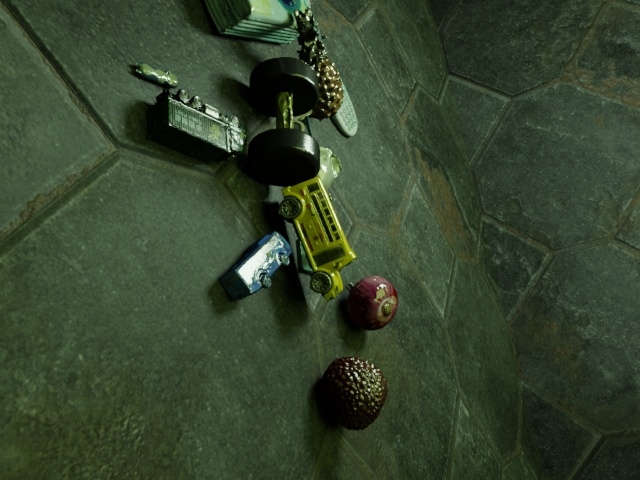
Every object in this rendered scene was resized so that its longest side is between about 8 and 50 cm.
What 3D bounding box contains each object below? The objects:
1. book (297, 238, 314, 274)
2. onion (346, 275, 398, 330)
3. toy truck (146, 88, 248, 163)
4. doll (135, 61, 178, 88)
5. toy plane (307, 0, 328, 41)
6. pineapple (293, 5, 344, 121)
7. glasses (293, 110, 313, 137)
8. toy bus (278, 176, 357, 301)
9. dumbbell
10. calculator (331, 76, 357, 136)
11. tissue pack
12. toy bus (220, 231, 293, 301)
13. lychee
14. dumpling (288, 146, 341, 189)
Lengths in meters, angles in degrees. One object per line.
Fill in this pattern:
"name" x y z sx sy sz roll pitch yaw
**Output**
"book" -0.021 0.056 1.643 0.135 0.017 0.103 20 58 -52
"onion" 0.164 0.200 1.731 0.177 0.153 0.177 5 79 -26
"toy truck" -0.292 -0.271 1.321 0.259 0.088 0.121 17 59 -52
"doll" -0.387 -0.392 1.288 0.125 0.027 0.037 6 77 -57
"toy plane" -0.036 -0.779 2.014 0.226 0.058 0.226 3 88 -57
"pineapple" -0.024 -0.557 1.731 0.361 0.175 0.175 71 23 -46
"glasses" -0.033 -0.315 1.748 0.220 0.088 0.190 51 37 -31
"toy bus" 0.000 0.000 1.514 0.144 0.152 0.330 76 -9 -85
"dumbbell" -0.103 -0.333 1.536 0.204 0.203 0.322 29 51 -48
"calculator" 0.063 -0.533 2.059 0.295 0.042 0.184 62 32 -21
"tissue pack" -0.198 -0.763 1.653 0.388 0.162 0.287 -25 93 -59
"toy bus" -0.154 0.061 1.371 0.094 0.079 0.236 61 33 -15
"lychee" 0.086 0.410 1.487 0.188 0.188 0.188 33 48 -46
"dumpling" -0.033 -0.208 1.668 0.181 0.111 0.155 -41 105 -43
